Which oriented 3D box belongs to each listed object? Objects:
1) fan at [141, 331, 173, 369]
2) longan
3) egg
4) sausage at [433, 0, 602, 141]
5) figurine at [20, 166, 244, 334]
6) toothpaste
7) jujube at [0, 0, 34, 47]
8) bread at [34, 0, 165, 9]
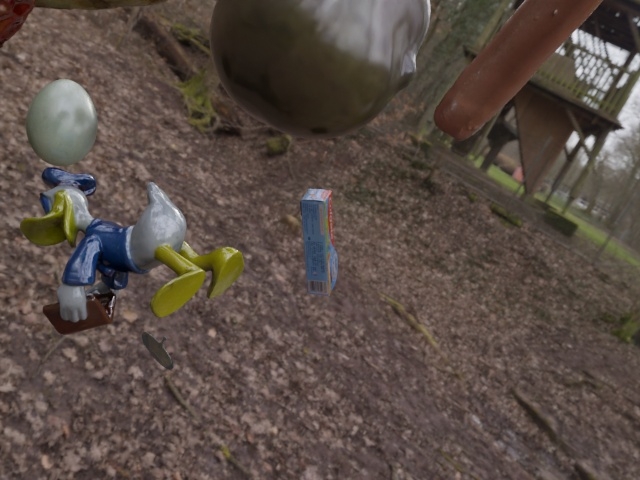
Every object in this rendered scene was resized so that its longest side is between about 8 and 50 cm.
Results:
[{"bbox_3d":[-0.381,0.253,1.367,0.113,0.175,0.005,48,56,4],"label":"fan"},{"bbox_3d":[0.006,-0.334,0.921,0.361,0.360,0.361,25,16,-8],"label":"longan"},{"bbox_3d":[-0.448,-0.204,1.004,0.114,0.152,0.114,3,-6,0],"label":"egg"},{"bbox_3d":[0.138,-0.136,0.371,0.043,0.186,0.043,17,49,-21],"label":"sausage"},{"bbox_3d":[-0.340,0.014,0.931,0.338,0.283,0.204,44,12,14],"label":"figurine"},{"bbox_3d":[0.000,0.000,1.049,0.044,0.193,0.070,5,30,15],"label":"toothpaste"},{"bbox_3d":[-0.319,-0.241,0.442,0.213,0.232,0.213,39,11,-9],"label":"jujube"},{"bbox_3d":[-0.274,-0.327,0.684,0.232,0.127,0.088,-1,-21,-6],"label":"bread"}]
